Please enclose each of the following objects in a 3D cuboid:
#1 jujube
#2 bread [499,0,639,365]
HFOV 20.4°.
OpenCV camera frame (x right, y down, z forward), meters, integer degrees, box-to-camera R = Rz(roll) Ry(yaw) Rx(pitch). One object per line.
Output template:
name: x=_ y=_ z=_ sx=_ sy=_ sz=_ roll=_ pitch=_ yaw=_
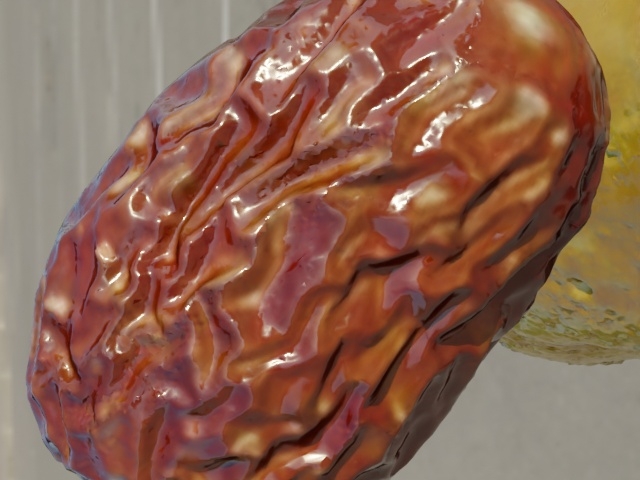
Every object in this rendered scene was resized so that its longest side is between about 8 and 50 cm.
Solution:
jujube: x=0.000 y=0.000 z=0.472 sx=0.109 sy=0.112 sz=0.176 roll=44 pitch=102 yaw=26
bread: x=0.226 y=-0.048 z=1.192 sx=0.394 sy=0.250 sz=0.361 roll=-20 pitch=111 yaw=49
